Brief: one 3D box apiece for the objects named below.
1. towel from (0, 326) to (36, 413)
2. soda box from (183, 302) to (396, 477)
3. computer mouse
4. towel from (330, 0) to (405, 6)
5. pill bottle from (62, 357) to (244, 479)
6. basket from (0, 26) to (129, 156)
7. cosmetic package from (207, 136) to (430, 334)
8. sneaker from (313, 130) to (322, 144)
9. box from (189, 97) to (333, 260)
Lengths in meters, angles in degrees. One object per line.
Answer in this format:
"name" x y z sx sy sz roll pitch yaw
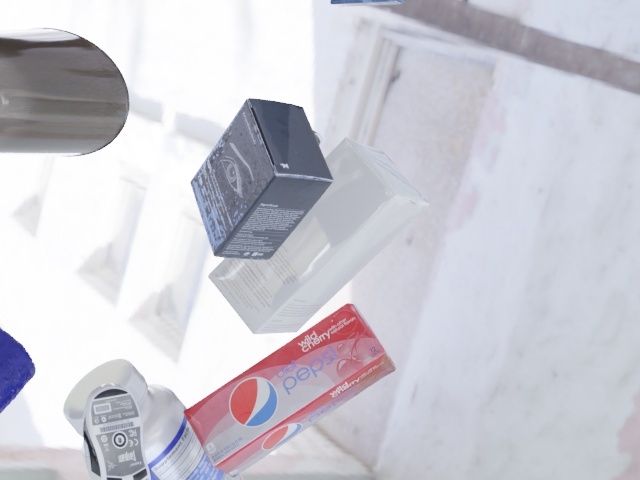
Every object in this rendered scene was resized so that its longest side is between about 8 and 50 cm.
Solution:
"towel" -0.528 0.190 1.360 0.228 0.076 0.308 39 -138 -1
"soda box" -0.038 0.194 1.417 0.092 0.263 0.083 56 180 26
"computer mouse" -0.224 0.256 1.217 0.106 0.193 0.042 -3 166 -38
"towel" 0.080 -0.408 1.824 0.119 0.029 0.067 0 -174 15
"pill bottle" -0.228 0.294 1.497 0.272 0.152 0.152 56 166 -28
"basket" -0.360 -0.168 1.243 0.204 0.154 0.227 19 -167 15
"cosmetic package" 0.000 0.000 1.991 0.155 0.365 0.197 50 -166 19
"sneaker" -0.018 -0.154 1.795 0.031 0.035 0.083 33 160 13
"box" -0.094 -0.090 1.664 0.108 0.207 0.153 4 -128 -37
